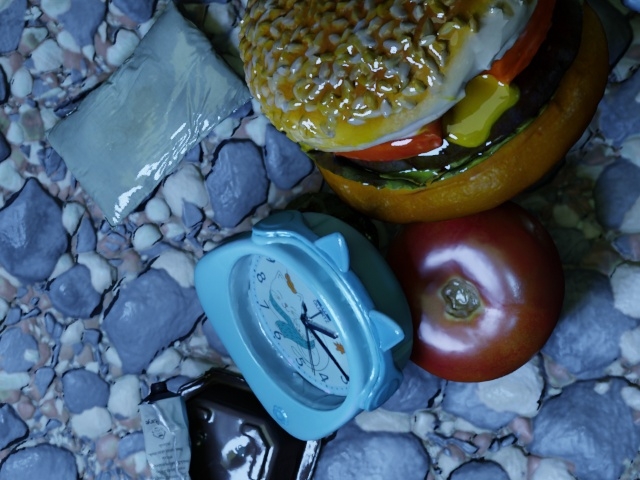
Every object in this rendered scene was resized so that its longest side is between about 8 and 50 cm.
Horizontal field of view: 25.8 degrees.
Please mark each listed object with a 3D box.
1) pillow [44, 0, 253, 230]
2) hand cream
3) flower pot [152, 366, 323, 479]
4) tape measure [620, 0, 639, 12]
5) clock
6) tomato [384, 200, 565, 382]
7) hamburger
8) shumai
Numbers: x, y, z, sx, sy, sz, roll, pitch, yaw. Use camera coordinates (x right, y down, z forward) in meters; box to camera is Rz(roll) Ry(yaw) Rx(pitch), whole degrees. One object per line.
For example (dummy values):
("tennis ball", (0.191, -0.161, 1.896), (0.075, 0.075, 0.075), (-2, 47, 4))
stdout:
("pillow", (-0.196, -0.141, 1.570), (0.230, 0.050, 0.148), (-44, 72, 14))
("hand cream", (-0.141, 0.268, 1.458), (0.075, 0.052, 0.247), (-16, 88, 38))
("flower pot", (-0.112, 0.273, 1.510), (0.179, 0.084, 0.250), (17, 93, 17))
("tape measure", (0.347, -0.300, 1.339), (0.107, 0.181, 0.182), (18, 92, 5))
("clock", (-0.003, 0.075, 1.384), (0.223, 0.094, 0.274), (58, 146, -1))
("tomato", (0.152, 0.046, 1.402), (0.195, 0.136, 0.195), (5, 104, 20))
("hamburger", (0.091, -0.193, 1.328), (0.330, 0.250, 0.330), (-17, 48, 19))
("shumai", (0.001, -0.001, 1.484), (0.124, 0.087, 0.099), (31, 95, 15))
